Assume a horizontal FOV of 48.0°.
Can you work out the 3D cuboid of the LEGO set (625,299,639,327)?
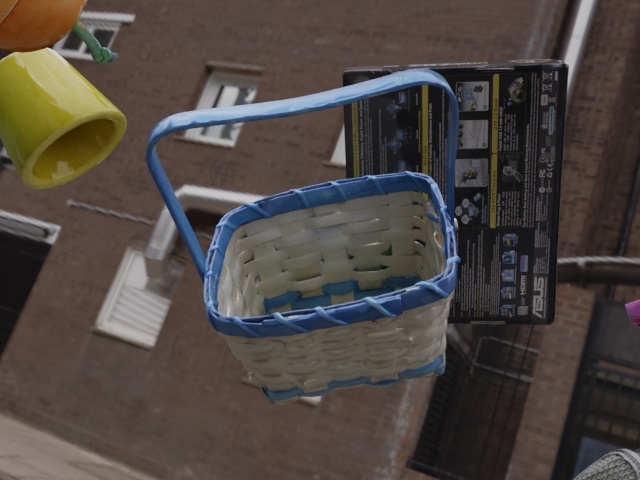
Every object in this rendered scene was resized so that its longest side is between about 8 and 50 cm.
[{"bbox_3d":[0.306,0.051,0.392,0.227,0.093,0.087,-27,-36,34],"label":"LEGO set"}]

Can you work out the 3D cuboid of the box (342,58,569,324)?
[{"bbox_3d":[0.198,-0.067,1.092,0.318,0.395,0.097,-2,17,6],"label":"box"}]

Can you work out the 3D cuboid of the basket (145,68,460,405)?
[{"bbox_3d":[0.000,0.000,0.652,0.254,0.201,0.289,-8,-50,2],"label":"basket"}]

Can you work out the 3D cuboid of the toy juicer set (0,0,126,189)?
[{"bbox_3d":[-0.222,-0.026,0.294,0.089,0.329,0.209,52,-29,7],"label":"toy juicer set"}]

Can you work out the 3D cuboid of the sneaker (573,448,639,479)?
[{"bbox_3d":[0.136,0.285,0.517,0.146,0.343,0.134,44,-7,-14],"label":"sneaker"}]
